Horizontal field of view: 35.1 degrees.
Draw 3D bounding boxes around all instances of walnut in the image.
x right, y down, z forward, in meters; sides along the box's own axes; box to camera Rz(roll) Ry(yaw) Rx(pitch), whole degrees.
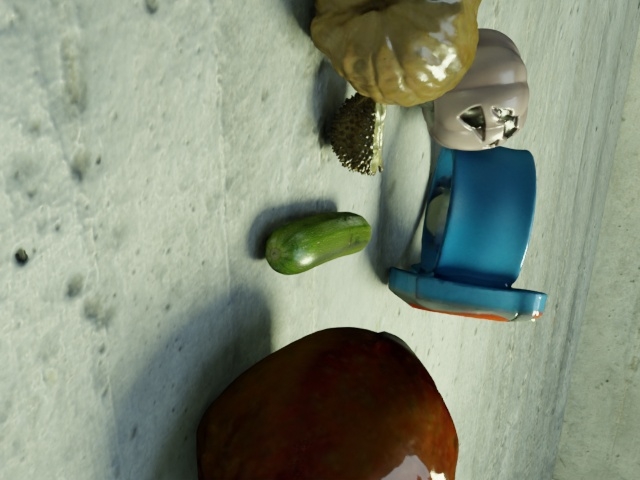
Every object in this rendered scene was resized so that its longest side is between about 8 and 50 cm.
[{"bbox_3d":[0.089,-0.249,1.144,0.213,0.213,0.213,-45,144,-46],"label":"walnut"}]

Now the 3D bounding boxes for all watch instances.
[{"bbox_3d":[0.241,-0.018,1.593,0.305,0.241,0.274,-130,-131,-84],"label":"watch"}]

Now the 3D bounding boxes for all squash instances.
[{"bbox_3d":[0.000,0.000,1.269,0.229,0.066,0.066,-14,119,-63],"label":"squash"}]

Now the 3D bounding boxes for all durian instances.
[{"bbox_3d":[0.047,-0.133,1.269,0.140,0.071,0.110,78,25,-52],"label":"durian"}]

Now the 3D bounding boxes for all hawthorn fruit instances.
[{"bbox_3d":[0.003,0.258,1.212,0.308,0.324,0.308,-171,-90,-70],"label":"hawthorn fruit"}]

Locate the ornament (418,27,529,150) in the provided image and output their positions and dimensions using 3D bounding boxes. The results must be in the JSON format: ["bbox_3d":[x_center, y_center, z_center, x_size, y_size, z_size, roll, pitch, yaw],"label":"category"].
[{"bbox_3d":[0.208,-0.213,1.440,0.177,0.177,0.177,-45,144,-46],"label":"ornament"}]
